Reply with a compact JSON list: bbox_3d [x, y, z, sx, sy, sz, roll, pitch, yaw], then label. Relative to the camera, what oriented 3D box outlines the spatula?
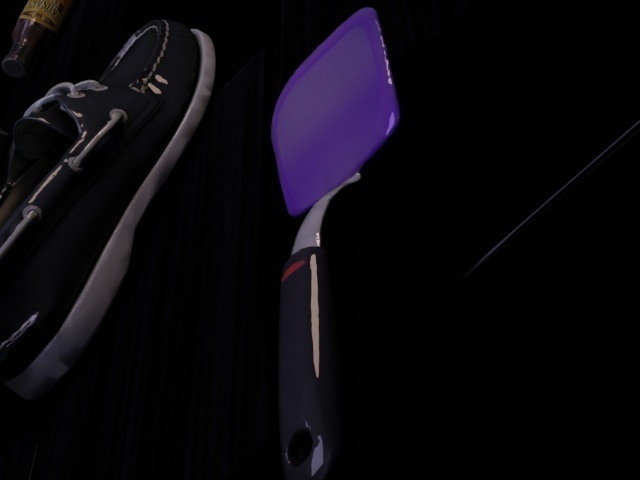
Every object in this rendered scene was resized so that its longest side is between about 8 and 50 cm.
[{"bbox_3d":[0.000,0.000,0.677,0.084,0.030,0.296,-41,25,29],"label":"spatula"}]

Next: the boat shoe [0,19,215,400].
[{"bbox_3d":[-0.150,-0.046,0.959,0.114,0.091,0.302,-33,29,39],"label":"boat shoe"}]

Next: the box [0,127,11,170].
[{"bbox_3d":[-0.274,0.000,1.076,0.232,0.059,0.183,-160,88,-74],"label":"box"}]

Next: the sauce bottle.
[{"bbox_3d":[-0.279,-0.212,1.534,0.042,0.042,0.128,-31,32,42],"label":"sauce bottle"}]
